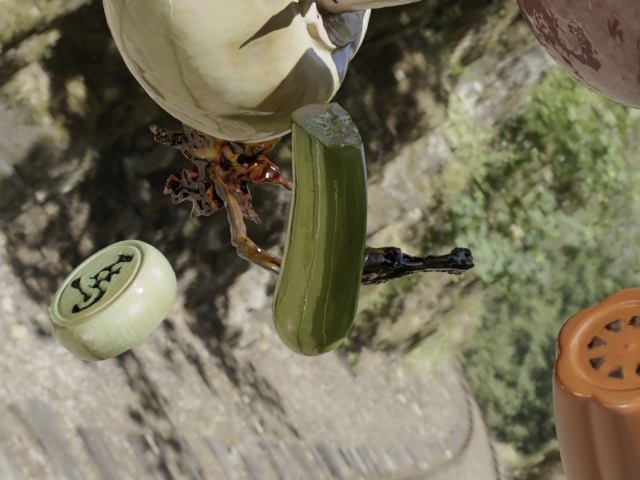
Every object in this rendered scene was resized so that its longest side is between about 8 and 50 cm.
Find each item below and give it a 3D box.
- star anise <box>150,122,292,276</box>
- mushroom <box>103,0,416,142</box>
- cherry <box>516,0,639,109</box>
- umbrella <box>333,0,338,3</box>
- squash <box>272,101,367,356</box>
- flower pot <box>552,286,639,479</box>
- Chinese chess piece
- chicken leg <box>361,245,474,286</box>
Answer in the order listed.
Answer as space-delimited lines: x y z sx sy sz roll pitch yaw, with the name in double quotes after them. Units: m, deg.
-0.095 -0.089 1.494 0.347 0.237 0.148 64 9 10 "star anise"
-0.049 -0.286 1.108 0.353 0.353 0.325 56 5 -37 "mushroom"
0.254 -0.194 0.862 0.206 0.239 0.239 64 0 -27 "cherry"
0.001 -0.215 0.986 0.022 0.013 0.122 43 7 2 "umbrella"
0.000 0.000 1.073 0.083 0.083 0.250 -118 -152 -55 "squash"
0.275 0.141 0.973 0.173 0.190 0.191 59 2 -34 "flower pot"
-0.388 0.110 2.179 0.101 0.250 0.250 56 3 -30 "Chinese chess piece"
0.073 0.028 1.411 0.106 0.253 0.051 -12 -99 53 "chicken leg"
